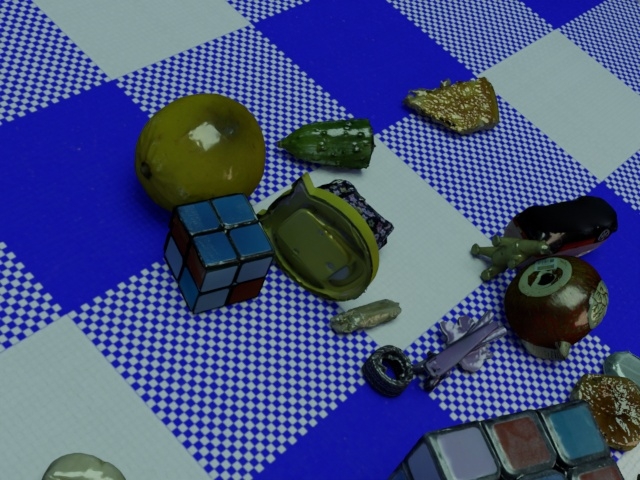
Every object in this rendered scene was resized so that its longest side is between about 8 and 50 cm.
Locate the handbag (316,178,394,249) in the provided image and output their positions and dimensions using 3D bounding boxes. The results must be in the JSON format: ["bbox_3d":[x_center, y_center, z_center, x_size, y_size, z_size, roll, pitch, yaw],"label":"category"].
[{"bbox_3d":[0.044,-0.039,2.048,0.229,0.126,0.208,-35,71,-30],"label":"handbag"}]

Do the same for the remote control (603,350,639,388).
[{"bbox_3d":[0.796,0.348,2.084,0.247,0.052,0.104,27,53,-1],"label":"remote control"}]

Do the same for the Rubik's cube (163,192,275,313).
[{"bbox_3d":[-0.221,0.026,1.856,0.167,0.180,0.183,-13,57,-28],"label":"Rubik's cube"}]

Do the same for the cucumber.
[{"bbox_3d":[0.009,-0.249,2.213,0.245,0.134,0.134,-3,54,-12],"label":"cucumber"}]

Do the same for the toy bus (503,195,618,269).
[{"bbox_3d":[0.619,-0.022,2.243,0.303,0.147,0.127,-11,58,-31],"label":"toy bus"}]

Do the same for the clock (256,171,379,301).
[{"bbox_3d":[0.003,-0.001,1.897,0.293,0.277,0.071,54,48,-9],"label":"clock"}]

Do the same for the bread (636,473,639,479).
[{"bbox_3d":[0.596,0.631,1.666,0.245,0.233,0.361,0,49,-19],"label":"bread"}]

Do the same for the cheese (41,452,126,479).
[{"bbox_3d":[-0.412,0.491,1.470,0.159,0.093,0.262,13,48,-15],"label":"cheese"}]

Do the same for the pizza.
[{"bbox_3d":[0.379,-0.384,2.491,0.297,0.071,0.189,-9,69,-23],"label":"pizza"}]

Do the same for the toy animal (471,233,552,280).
[{"bbox_3d":[0.465,0.034,2.112,0.101,0.219,0.103,-3,76,-20],"label":"toy animal"}]

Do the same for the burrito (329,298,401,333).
[{"bbox_3d":[0.107,0.171,1.958,0.188,0.045,0.058,-14,66,-32],"label":"burrito"}]

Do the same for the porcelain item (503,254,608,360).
[{"bbox_3d":[0.568,0.166,2.060,0.253,0.253,0.253,11,50,-13],"label":"porcelain item"}]

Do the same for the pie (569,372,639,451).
[{"bbox_3d":[0.665,0.394,1.985,0.195,0.046,0.195,5,63,-10],"label":"pie"}]

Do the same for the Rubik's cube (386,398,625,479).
[{"bbox_3d":[0.335,0.531,1.553,0.359,0.363,0.362,-7,60,-21],"label":"Rubik's cube"}]

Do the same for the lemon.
[{"bbox_3d":[-0.266,-0.190,1.950,0.297,0.297,0.297,11,50,-13],"label":"lemon"}]

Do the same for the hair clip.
[{"bbox_3d":[0.303,0.245,1.955,0.278,0.090,0.137,-26,70,-39],"label":"hair clip"}]

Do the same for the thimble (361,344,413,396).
[{"bbox_3d":[0.148,0.281,1.873,0.104,0.066,0.095,40,51,8],"label":"thimble"}]
